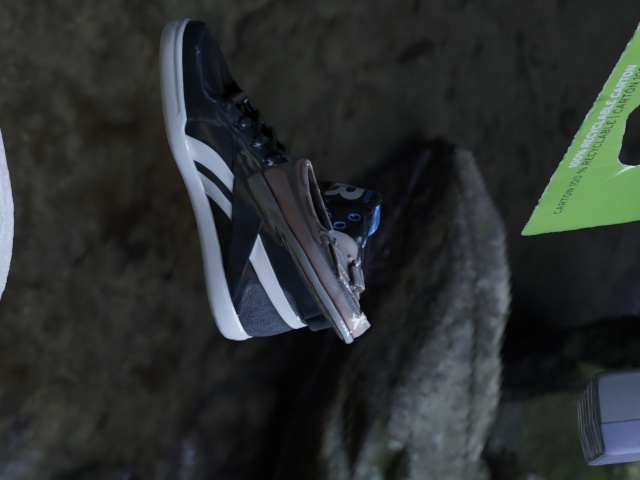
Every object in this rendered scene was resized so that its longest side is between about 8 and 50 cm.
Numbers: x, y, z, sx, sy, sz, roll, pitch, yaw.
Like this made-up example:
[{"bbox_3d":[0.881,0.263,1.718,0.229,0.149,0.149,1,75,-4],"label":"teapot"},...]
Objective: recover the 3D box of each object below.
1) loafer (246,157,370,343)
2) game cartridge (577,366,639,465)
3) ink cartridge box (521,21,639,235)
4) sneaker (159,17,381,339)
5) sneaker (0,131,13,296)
[{"bbox_3d":[0.000,0.000,0.789,0.039,0.125,0.045,-29,143,-4],"label":"loafer"},{"bbox_3d":[0.332,0.091,0.838,0.230,0.355,0.068,36,47,-80],"label":"game cartridge"},{"bbox_3d":[0.232,-0.021,0.566,0.255,0.097,0.189,-6,152,-14],"label":"ink cartridge box"},{"bbox_3d":[-0.024,-0.046,0.937,0.079,0.121,0.217,-60,140,-68],"label":"sneaker"},{"bbox_3d":[-0.209,-0.068,0.620,0.121,0.108,0.302,-20,135,-28],"label":"sneaker"}]
